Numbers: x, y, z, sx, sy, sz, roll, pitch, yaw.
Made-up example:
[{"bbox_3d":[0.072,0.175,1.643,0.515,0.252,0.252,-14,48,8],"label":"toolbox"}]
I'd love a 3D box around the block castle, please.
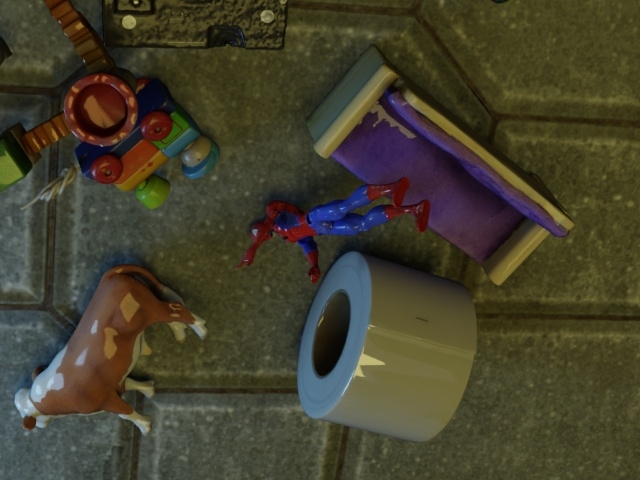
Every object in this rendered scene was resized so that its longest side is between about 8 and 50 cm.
[{"bbox_3d":[-0.467,-0.163,1.473,0.453,0.213,0.303,-29,105,8],"label":"block castle"}]

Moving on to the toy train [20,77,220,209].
[{"bbox_3d":[-0.263,-0.089,1.669,0.248,0.105,0.143,-40,131,10],"label":"toy train"}]

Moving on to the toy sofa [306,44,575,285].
[{"bbox_3d":[0.165,-0.089,1.709,0.362,0.177,0.150,35,106,-26],"label":"toy sofa"}]

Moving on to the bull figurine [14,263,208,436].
[{"bbox_3d":[-0.304,0.176,1.794,0.188,0.101,0.310,23,113,-26],"label":"bull figurine"}]

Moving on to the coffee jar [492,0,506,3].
[{"bbox_3d":[0.205,-0.400,1.598,0.079,0.096,0.184,-35,119,8],"label":"coffee jar"}]

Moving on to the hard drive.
[{"bbox_3d":[-0.152,-0.405,1.538,0.237,0.064,0.339,-2,118,-11],"label":"hard drive"}]

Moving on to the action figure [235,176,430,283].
[{"bbox_3d":[0.000,0.000,1.682,0.280,0.139,0.091,-6,141,41],"label":"action figure"}]

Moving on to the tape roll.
[{"bbox_3d":[0.090,0.153,1.781,0.169,0.246,0.246,16,113,-19],"label":"tape roll"}]
